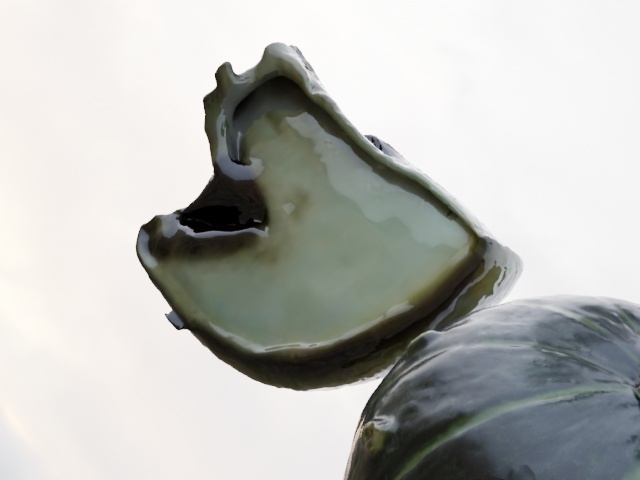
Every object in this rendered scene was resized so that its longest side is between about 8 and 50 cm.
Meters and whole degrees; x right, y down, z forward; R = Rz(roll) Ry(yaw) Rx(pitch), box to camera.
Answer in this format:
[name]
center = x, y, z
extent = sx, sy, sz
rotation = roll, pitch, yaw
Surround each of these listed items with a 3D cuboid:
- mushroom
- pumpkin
[mushroom]
center = -0.002, 0.010, 1.440
extent = 0.292, 0.217, 0.212
rotation = 44, 7, 21
[pumpkin]
center = 0.167, 0.175, 1.106
extent = 0.323, 0.323, 0.241
rotation = 44, -57, 40
